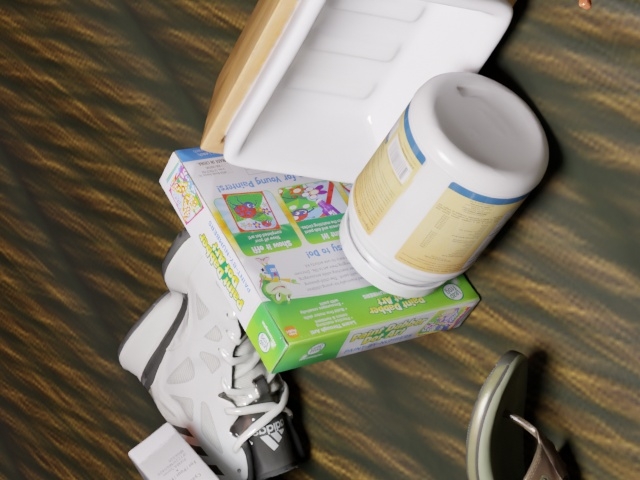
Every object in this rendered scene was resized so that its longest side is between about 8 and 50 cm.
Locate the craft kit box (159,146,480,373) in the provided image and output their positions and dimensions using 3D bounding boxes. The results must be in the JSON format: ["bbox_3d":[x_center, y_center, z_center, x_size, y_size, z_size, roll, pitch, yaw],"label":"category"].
[{"bbox_3d":[0.000,0.000,1.762,0.246,0.250,0.061,57,138,27],"label":"craft kit box"}]

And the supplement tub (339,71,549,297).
[{"bbox_3d":[0.114,-0.050,1.684,0.144,0.144,0.199,60,139,23],"label":"supplement tub"}]

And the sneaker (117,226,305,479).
[{"bbox_3d":[-0.067,0.122,1.987,0.257,0.169,0.447,55,146,15],"label":"sneaker"}]

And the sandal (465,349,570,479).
[{"bbox_3d":[0.203,0.252,1.702,0.086,0.120,0.303,-1,102,24],"label":"sandal"}]

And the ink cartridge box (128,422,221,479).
[{"bbox_3d":[-0.081,0.375,1.997,0.261,0.066,0.296,40,162,40],"label":"ink cartridge box"}]

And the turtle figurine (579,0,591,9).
[{"bbox_3d":[0.335,-0.195,1.409,0.217,0.087,0.269,-46,54,39],"label":"turtle figurine"}]

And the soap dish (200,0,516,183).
[{"bbox_3d":[0.034,-0.187,1.699,0.291,0.229,0.118,-57,36,42],"label":"soap dish"}]
